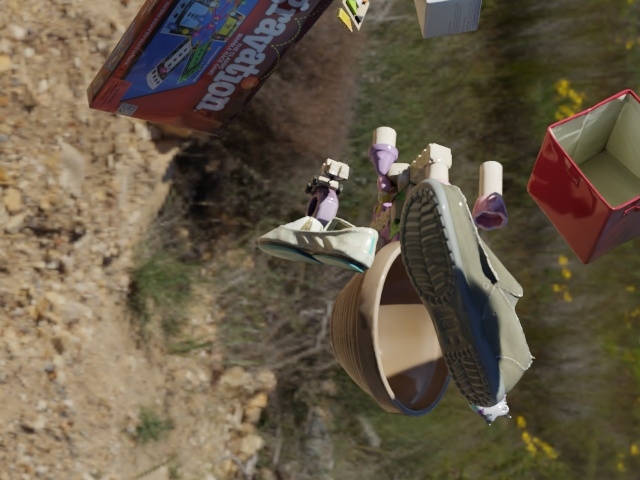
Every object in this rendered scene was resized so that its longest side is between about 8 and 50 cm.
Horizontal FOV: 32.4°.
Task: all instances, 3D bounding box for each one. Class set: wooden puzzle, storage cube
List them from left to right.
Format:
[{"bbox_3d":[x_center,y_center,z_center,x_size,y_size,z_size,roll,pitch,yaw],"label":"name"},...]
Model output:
[{"bbox_3d":[0.058,-0.382,1.774,0.078,0.014,0.116,52,45,-48],"label":"wooden puzzle"},{"bbox_3d":[0.496,-0.105,1.907,0.184,0.215,0.193,-26,154,-16],"label":"storage cube"}]

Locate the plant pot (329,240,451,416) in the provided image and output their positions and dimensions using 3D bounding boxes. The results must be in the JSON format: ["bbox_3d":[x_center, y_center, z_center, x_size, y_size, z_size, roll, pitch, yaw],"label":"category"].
[{"bbox_3d":[0.088,0.118,1.495,0.237,0.110,0.237,5,84,-58],"label":"plant pot"}]

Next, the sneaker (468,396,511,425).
[{"bbox_3d":[0.279,0.246,1.715,0.098,0.038,0.069,-44,100,-22],"label":"sneaker"}]

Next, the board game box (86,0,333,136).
[{"bbox_3d":[-0.083,-0.197,0.981,0.145,0.281,0.027,8,53,-36],"label":"board game box"}]

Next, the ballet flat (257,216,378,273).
[{"bbox_3d":[0.000,0.000,1.201,0.057,0.168,0.052,31,75,-44],"label":"ballet flat"}]

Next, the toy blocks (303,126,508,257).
[{"bbox_3d":[0.147,-0.011,2.024,0.309,0.288,0.260,18,57,-17],"label":"toy blocks"}]

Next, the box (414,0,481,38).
[{"bbox_3d":[0.189,-0.379,1.674,0.102,0.087,0.101,82,-2,-68],"label":"box"}]

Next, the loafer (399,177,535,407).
[{"bbox_3d":[0.160,0.050,1.186,0.087,0.094,0.251,-21,97,-30],"label":"loafer"}]
